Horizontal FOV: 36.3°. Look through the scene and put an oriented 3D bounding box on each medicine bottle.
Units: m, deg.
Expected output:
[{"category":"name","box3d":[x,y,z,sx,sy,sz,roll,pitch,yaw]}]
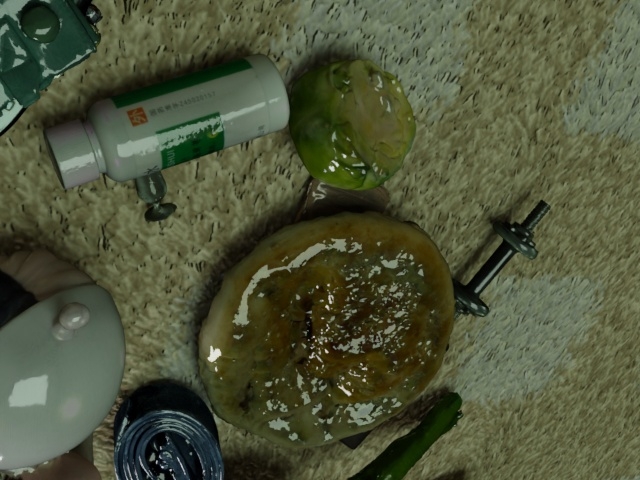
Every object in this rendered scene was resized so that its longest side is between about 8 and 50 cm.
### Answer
[{"category":"medicine bottle","box3d":[-0.166,-0.128,1.064,0.260,0.095,0.095,-19,129,-19]}]

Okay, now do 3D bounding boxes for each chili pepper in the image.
[{"category":"chili pepper","box3d":[0.103,0.341,1.513,0.359,0.076,0.085,-26,144,-40]}]

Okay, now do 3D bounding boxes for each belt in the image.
[{"category":"belt","box3d":[-0.206,0.285,1.316,0.141,0.082,0.190,-16,119,-6]}]

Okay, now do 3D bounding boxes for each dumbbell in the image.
[{"category":"dumbbell","box3d":[0.254,0.042,1.454,0.081,0.081,0.254,29,104,-42]}]

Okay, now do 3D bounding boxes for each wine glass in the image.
[{"category":"wine glass","box3d":[-0.195,-0.065,1.131,0.042,0.039,0.083,-21,126,-15]}]

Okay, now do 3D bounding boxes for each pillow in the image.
[{"category":"pillow","box3d":[0.003,0.000,1.302,0.135,0.034,0.211,23,105,-36]}]

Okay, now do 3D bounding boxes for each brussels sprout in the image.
[{"category":"brussels sprout","box3d":[0.029,-0.136,1.167,0.149,0.122,0.152,16,77,-46]}]

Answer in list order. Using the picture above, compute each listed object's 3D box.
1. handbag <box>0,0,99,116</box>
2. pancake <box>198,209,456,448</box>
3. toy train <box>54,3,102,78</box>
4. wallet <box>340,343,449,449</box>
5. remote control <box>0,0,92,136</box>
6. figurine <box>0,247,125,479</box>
[{"category":"handbag","box3d":[-0.363,-0.204,0.813,0.268,0.100,0.274,-33,104,-7]},{"category":"pancake","box3d":[0.014,0.133,1.317,0.386,0.082,0.387,-9,123,-14]},{"category":"toy train","box3d":[-0.308,-0.178,0.964,0.202,0.060,0.081,-40,127,-4]},{"category":"wallet","box3d":[0.063,0.186,1.438,0.229,0.049,0.182,-46,118,8]},{"category":"remote control","box3d":[-0.280,-0.199,0.910,0.097,0.045,0.256,35,89,-14]},{"category":"figurine","box3d":[-0.323,0.178,1.105,0.253,0.211,0.361,-56,153,-55]}]
